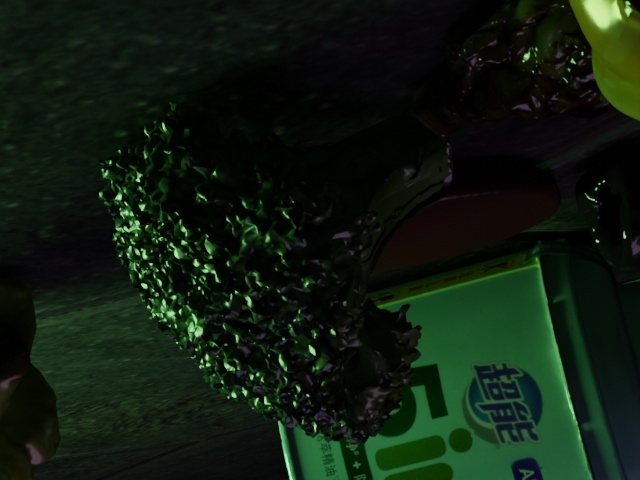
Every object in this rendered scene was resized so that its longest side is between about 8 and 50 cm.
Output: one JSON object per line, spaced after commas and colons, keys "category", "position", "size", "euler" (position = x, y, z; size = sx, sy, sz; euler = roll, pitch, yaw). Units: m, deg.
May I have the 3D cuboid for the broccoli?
{"category": "broccoli", "position": [0.000, 0.000, 0.787], "size": [0.194, 0.219, 0.194], "euler": [-23, -160, 9]}

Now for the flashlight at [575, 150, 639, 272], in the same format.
{"category": "flashlight", "position": [0.394, -0.048, 1.067], "size": [0.424, 0.103, 0.103], "euler": [-10, 166, -10]}

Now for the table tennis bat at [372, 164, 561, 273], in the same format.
{"category": "table tennis bat", "position": [0.037, -0.006, 1.013], "size": [0.310, 0.038, 0.200], "euler": [-2, 162, -42]}

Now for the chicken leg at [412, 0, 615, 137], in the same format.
{"category": "chicken leg", "position": [0.091, -0.083, 0.712], "size": [0.093, 0.070, 0.178], "euler": [-8, 176, -23]}

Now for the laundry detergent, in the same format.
{"category": "laundry detergent", "position": [0.149, 0.158, 1.262], "size": [0.305, 0.287, 0.287], "euler": [-16, 166, 12]}

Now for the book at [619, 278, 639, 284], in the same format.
{"category": "book", "position": [0.294, 0.082, 1.679], "size": [0.192, 0.013, 0.168], "euler": [-16, 166, 13]}

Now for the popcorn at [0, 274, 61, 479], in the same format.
{"category": "popcorn", "position": [-0.264, 0.114, 0.972], "size": [0.198, 0.198, 0.212], "euler": [1, 134, -46]}

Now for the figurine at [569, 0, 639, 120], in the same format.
{"category": "figurine", "position": [0.190, -0.106, 0.601], "size": [0.246, 0.131, 0.156], "euler": [-19, 154, -42]}
